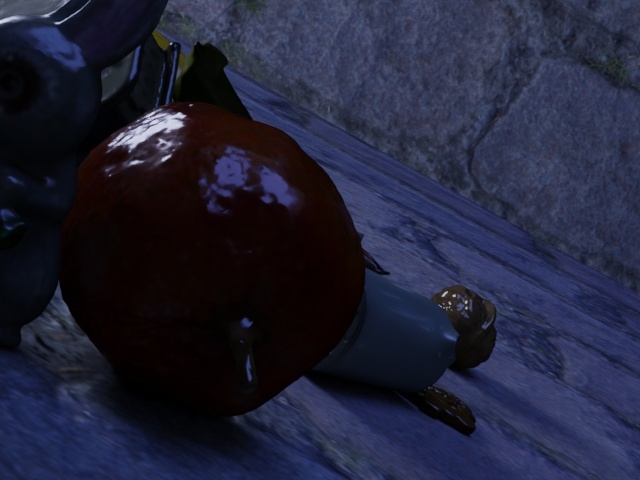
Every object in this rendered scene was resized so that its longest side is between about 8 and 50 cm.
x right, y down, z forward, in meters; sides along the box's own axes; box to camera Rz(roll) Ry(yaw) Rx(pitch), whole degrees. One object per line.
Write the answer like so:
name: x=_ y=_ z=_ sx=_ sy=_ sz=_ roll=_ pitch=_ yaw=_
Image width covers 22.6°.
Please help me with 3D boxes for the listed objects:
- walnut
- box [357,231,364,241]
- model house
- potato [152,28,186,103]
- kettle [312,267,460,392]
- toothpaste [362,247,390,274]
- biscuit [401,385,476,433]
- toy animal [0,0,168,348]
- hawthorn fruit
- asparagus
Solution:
walnut: x=0.146 y=0.090 z=1.676 sx=0.079 sy=0.082 sz=0.096 roll=58 pitch=6 yaw=-22
box: x=0.000 y=0.000 z=1.813 sx=0.036 sy=0.050 sz=0.117 roll=26 pitch=7 yaw=31
model house: x=-0.219 y=-0.114 z=1.601 sx=0.205 sy=0.218 sz=0.279 roll=-7 pitch=-40 yaw=16
potato: x=-0.224 y=-0.183 z=1.860 sx=0.300 sy=0.140 sz=0.173 roll=38 pitch=4 yaw=20
kettle: x=0.031 y=0.081 z=1.377 sx=0.148 sy=0.127 sz=0.098 roll=22 pitch=43 yaw=-50
toothpaste: x=-0.020 y=-0.021 z=1.919 sx=0.239 sy=0.039 sz=0.062 roll=33 pitch=2 yaw=10
biscuit: x=0.112 y=0.147 z=1.446 sx=0.082 sy=0.016 sz=0.092 roll=32 pitch=11 yaw=20
toy animal: x=-0.187 y=-0.070 z=0.977 sx=0.127 sy=0.251 sz=0.125 roll=33 pitch=13 yaw=26
hawthorn fruit: x=-0.066 y=0.021 z=1.043 sx=0.205 sy=0.205 sz=0.253 roll=24 pitch=14 yaw=-28
asparagus: x=-0.095 y=-0.109 z=1.736 sx=0.085 sy=0.082 sz=0.343 roll=17 pitch=-21 yaw=30
